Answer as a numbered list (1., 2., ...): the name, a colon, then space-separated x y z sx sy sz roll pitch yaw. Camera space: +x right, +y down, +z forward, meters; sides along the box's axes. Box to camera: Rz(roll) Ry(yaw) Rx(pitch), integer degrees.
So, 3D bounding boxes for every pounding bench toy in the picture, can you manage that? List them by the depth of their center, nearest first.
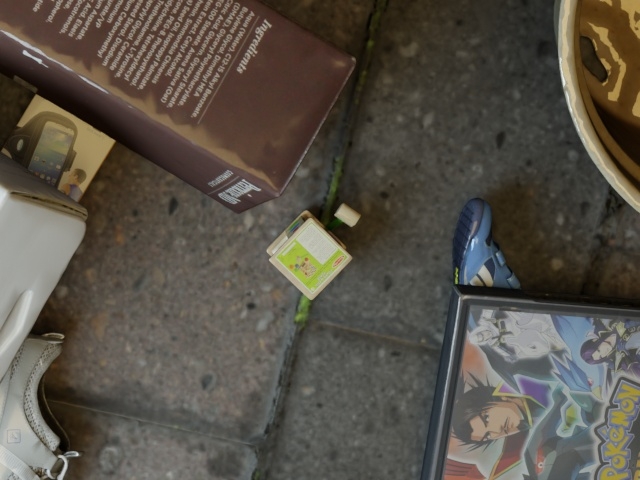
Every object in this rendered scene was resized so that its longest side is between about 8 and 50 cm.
1. pounding bench toy: 0.000 0.000 1.670 0.052 0.065 0.083 43 94 -9

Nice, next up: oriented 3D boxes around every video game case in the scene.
1. video game case: 0.219 0.182 1.710 0.248 0.035 0.275 5 107 -10

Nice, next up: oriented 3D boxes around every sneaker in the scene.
1. sneaker: -0.263 0.209 1.665 0.115 0.105 0.281 -4 100 -4
2. sneaker: 0.149 0.031 1.697 0.059 0.053 0.144 -2 109 -4

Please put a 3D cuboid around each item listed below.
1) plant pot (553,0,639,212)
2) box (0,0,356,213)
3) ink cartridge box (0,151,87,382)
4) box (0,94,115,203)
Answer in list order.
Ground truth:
1. plant pot: 0.327 -0.178 1.545 0.333 0.305 0.334 -1 101 -4
2. box: -0.179 -0.177 1.551 0.381 0.191 0.143 29 81 -8
3. ink cartridge box: -0.374 -0.009 1.537 0.306 0.131 0.226 31 95 25
4. box: -0.225 -0.086 1.656 0.081 0.028 0.136 31 98 -9
